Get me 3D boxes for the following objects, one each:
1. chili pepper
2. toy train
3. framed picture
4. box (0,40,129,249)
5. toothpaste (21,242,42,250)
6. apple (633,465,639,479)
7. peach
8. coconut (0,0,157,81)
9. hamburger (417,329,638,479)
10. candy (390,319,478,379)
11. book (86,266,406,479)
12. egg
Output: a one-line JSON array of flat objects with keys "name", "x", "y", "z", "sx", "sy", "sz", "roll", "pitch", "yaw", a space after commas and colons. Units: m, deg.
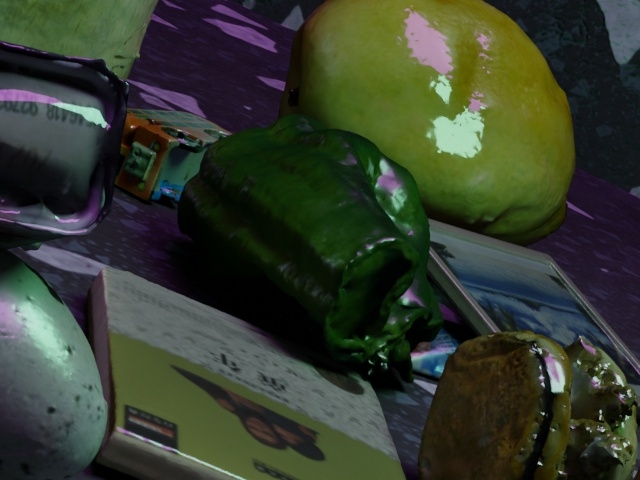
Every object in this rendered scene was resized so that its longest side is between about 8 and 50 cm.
[{"name": "chili pepper", "x": 0.009, "y": -0.007, "z": 1.684, "sx": 0.213, "sy": 0.167, "sz": 0.385, "roll": 20, "pitch": 10, "yaw": -24}, {"name": "toy train", "x": -0.146, "y": -0.082, "z": 1.970, "sx": 0.099, "sy": 0.072, "sz": 0.188, "roll": 23, "pitch": 12, "yaw": 24}, {"name": "framed picture", "x": 0.207, "y": 0.077, "z": 1.879, "sx": 0.232, "sy": 0.024, "sz": 0.315, "roll": 52, "pitch": 19, "yaw": 28}, {"name": "box", "x": -0.261, "y": -0.051, "z": 1.205, "sx": 0.190, "sy": 0.112, "sz": 0.369, "roll": 10, "pitch": -6, "yaw": -22}, {"name": "toothpaste", "x": -0.334, "y": -0.043, "z": 1.530, "sx": 0.255, "sy": 0.037, "sz": 0.067, "roll": 20, "pitch": 18, "yaw": -4}, {"name": "apple", "x": 0.299, "y": 0.215, "z": 0.979, "sx": 0.339, "sy": 0.340, "sz": 0.339, "roll": 23, "pitch": 13, "yaw": -5}, {"name": "peach", "x": 0.105, "y": -0.115, "z": 2.097, "sx": 0.315, "sy": 0.281, "sz": 0.314, "roll": 12, "pitch": 50, "yaw": -25}, {"name": "coconut", "x": -0.335, "y": -0.331, "z": 1.965, "sx": 0.404, "sy": 0.405, "sz": 0.404, "roll": 23, "pitch": 13, "yaw": -5}, {"name": "hamburger", "x": 0.163, "y": 0.142, "z": 1.420, "sx": 0.131, "sy": 0.159, "sz": 0.185, "roll": 21, "pitch": -7, "yaw": -27}, {"name": "candy", "x": 0.099, "y": 0.097, "z": 1.770, "sx": 0.136, "sy": 0.038, "sz": 0.088, "roll": 14, "pitch": 28, "yaw": -15}, {"name": "book", "x": -0.048, "y": 0.120, "z": 1.397, "sx": 0.239, "sy": 0.035, "sz": 0.352, "roll": 24, "pitch": 12, "yaw": -13}, {"name": "egg", "x": -0.189, "y": 0.072, "z": 1.116, "sx": 0.164, "sy": 0.131, "sz": 0.131, "roll": 35, "pitch": 14, "yaw": 7}]
